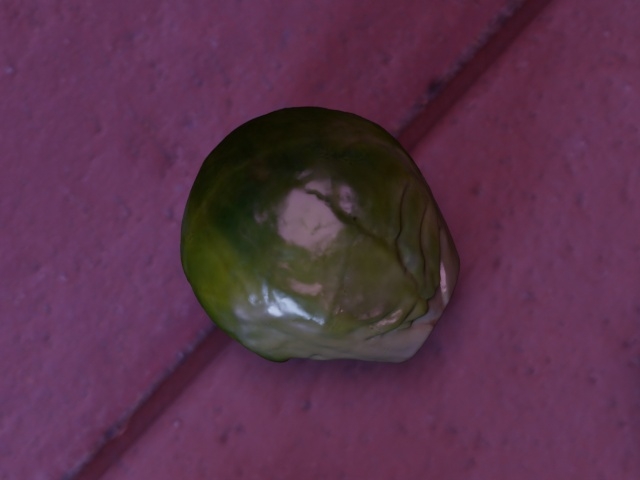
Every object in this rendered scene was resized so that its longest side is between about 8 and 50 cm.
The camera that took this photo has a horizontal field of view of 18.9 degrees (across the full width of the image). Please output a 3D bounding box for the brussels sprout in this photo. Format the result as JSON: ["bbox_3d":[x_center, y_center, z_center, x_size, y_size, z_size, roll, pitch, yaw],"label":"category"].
[{"bbox_3d":[0.002,-0.003,1.249,0.180,0.144,0.162,20,53,-10],"label":"brussels sprout"}]
